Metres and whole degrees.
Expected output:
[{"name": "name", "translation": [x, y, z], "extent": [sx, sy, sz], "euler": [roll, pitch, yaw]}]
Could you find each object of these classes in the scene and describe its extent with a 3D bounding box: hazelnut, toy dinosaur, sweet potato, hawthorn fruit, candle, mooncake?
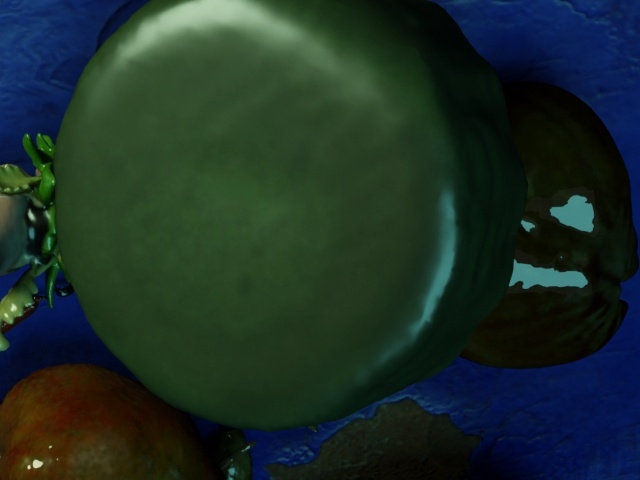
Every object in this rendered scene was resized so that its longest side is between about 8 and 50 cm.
[{"name": "hazelnut", "translation": [0.172, -0.010, 1.345], "extent": [0.217, 0.217, 0.251], "euler": [5, 103, -14]}, {"name": "toy dinosaur", "translation": [-0.291, -0.024, 1.286], "extent": [0.177, 0.194, 0.152], "euler": [-14, 136, -28]}, {"name": "sweet potato", "translation": [-0.114, 0.308, 1.575], "extent": [0.075, 0.075, 0.273], "euler": [7, 120, -15]}, {"name": "hawthorn fruit", "translation": [-0.181, 0.220, 1.439], "extent": [0.262, 0.210, 0.210], "euler": [3, 122, -26]}, {"name": "candle", "translation": [-0.292, 0.078, 1.425], "extent": [0.167, 0.021, 0.026], "euler": [-33, 123, 11]}, {"name": "mooncake", "translation": [-0.019, -0.035, 1.225], "extent": [0.356, 0.194, 0.356], "euler": [3, 99, 22]}]

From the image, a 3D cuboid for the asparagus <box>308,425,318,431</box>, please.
[{"name": "asparagus", "translation": [-0.038, 0.091, 1.483], "extent": [0.023, 0.022, 0.233], "euler": [-46, 129, -35]}]
